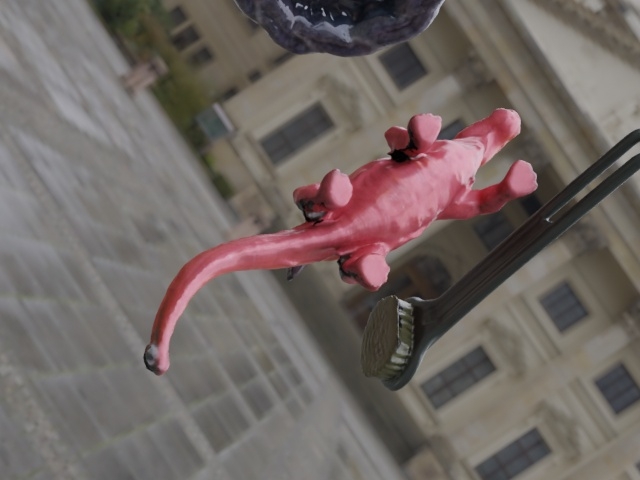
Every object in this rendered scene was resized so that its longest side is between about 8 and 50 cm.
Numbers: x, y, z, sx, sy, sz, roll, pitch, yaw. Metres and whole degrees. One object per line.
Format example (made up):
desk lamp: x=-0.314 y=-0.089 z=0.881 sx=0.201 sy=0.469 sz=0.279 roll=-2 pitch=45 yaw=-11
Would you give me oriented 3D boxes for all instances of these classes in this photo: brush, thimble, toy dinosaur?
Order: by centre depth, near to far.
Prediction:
toy dinosaur: x=0.000 y=-0.001 z=0.803 sx=0.070 sy=0.286 sz=0.139 roll=60 pitch=-25 yaw=-4
brush: x=0.102 y=0.011 z=0.833 sx=0.027 sy=0.266 sz=0.062 roll=21 pitch=48 yaw=-24
thimble: x=0.012 y=-0.192 z=0.875 sx=0.098 sy=0.150 sz=0.150 roll=-96 pitch=160 yaw=-47
